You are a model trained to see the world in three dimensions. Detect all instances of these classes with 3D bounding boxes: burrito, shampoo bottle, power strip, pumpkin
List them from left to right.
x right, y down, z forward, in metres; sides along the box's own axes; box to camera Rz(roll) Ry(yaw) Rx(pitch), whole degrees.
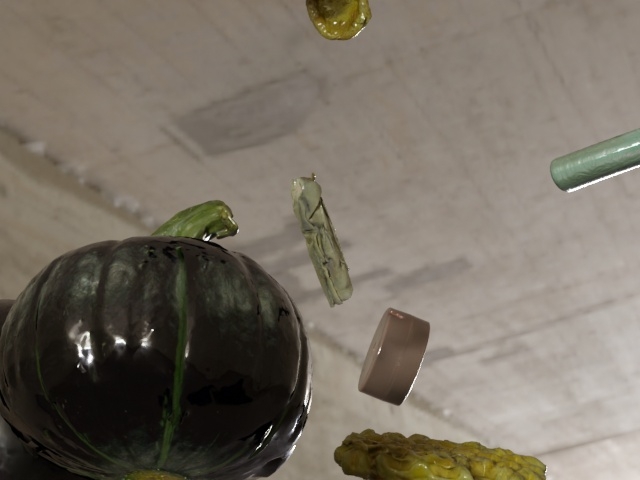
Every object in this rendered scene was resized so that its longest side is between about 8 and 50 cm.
[{"bbox_3d":[-0.151,0.090,1.222,0.296,0.295,0.296,-11,-19,-4],"label":"pumpkin"},{"bbox_3d":[0.000,0.000,1.730,0.045,0.185,0.041,-3,29,37],"label":"burrito"},{"bbox_3d":[0.120,0.192,2.169,0.078,0.154,0.154,20,-23,-2],"label":"power strip"},{"bbox_3d":[0.349,-0.102,1.459,0.191,0.041,0.069,-20,-13,25],"label":"shampoo bottle"}]

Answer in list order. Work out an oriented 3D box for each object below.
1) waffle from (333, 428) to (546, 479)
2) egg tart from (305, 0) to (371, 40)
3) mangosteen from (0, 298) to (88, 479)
[{"bbox_3d":[0.153,0.278,1.639,0.261,0.056,0.250,6,-3,20],"label":"waffle"},{"bbox_3d":[0.027,-0.315,1.754,0.105,0.105,0.039,-24,-2,31],"label":"egg tart"},{"bbox_3d":[-0.330,0.233,1.598,0.382,0.382,0.435,-33,3,45],"label":"mangosteen"}]
